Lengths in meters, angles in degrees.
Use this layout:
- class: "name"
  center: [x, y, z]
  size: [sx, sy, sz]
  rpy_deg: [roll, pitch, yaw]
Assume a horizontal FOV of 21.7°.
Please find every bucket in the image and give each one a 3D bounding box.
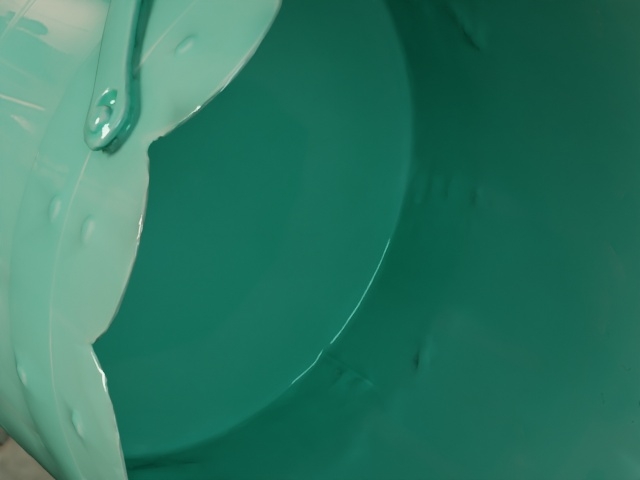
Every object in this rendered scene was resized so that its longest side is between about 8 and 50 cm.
- class: "bucket"
  center: [0.000, 0.000, 0.593]
  size: [0.281, 0.183, 0.281]
  rpy_deg: [-16, 116, -34]
